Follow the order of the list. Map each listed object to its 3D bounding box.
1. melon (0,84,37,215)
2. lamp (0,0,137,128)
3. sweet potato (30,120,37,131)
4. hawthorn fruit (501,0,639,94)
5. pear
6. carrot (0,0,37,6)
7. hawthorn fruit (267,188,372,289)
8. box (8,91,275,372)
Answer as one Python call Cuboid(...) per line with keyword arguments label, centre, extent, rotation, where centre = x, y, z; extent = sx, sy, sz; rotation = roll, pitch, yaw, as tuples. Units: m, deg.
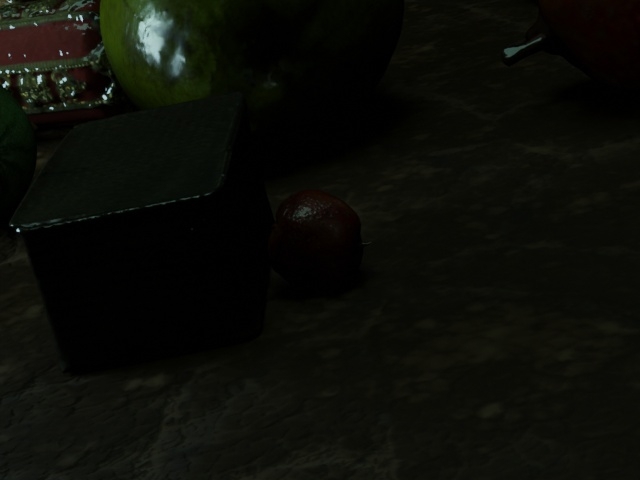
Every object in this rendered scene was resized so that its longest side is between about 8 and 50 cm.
Cuboid(label="melon", centre=(-0.423, -0.109, 1.674), extent=(0.182, 0.182, 0.288), rotation=(-21, 23, -21))
Cuboid(label="lamp", centre=(-0.346, -0.237, 1.969), extent=(0.274, 0.177, 0.177), rotation=(-3, 23, 23))
Cuboid(label="sweet potato", centre=(-0.440, -0.139, 1.957), extent=(0.179, 0.044, 0.044), rotation=(7, 28, 38))
Cuboid(label="hawthorn fruit", centre=(0.377, -0.287, 1.550), extent=(0.308, 0.325, 0.308), rotation=(12, 48, -13))
Cuboid(label="pear", centre=(-0.085, -0.273, 1.711), extent=(0.352, 0.352, 0.413), rotation=(-15, 30, -4))
Cuboid(label="carrot", centre=(-0.562, -0.287, 2.170), extent=(0.341, 0.224, 0.224), rotation=(-4, 22, 6))
Cuboid(label="hawthorn fruit", centre=(0.000, 0.000, 1.286), extent=(0.093, 0.093, 0.093), rotation=(-11, 21, 4))
Cuboid(label="box", centre=(-0.148, -0.014, 1.323), extent=(0.184, 0.143, 0.273), rotation=(-10, 22, 6))
